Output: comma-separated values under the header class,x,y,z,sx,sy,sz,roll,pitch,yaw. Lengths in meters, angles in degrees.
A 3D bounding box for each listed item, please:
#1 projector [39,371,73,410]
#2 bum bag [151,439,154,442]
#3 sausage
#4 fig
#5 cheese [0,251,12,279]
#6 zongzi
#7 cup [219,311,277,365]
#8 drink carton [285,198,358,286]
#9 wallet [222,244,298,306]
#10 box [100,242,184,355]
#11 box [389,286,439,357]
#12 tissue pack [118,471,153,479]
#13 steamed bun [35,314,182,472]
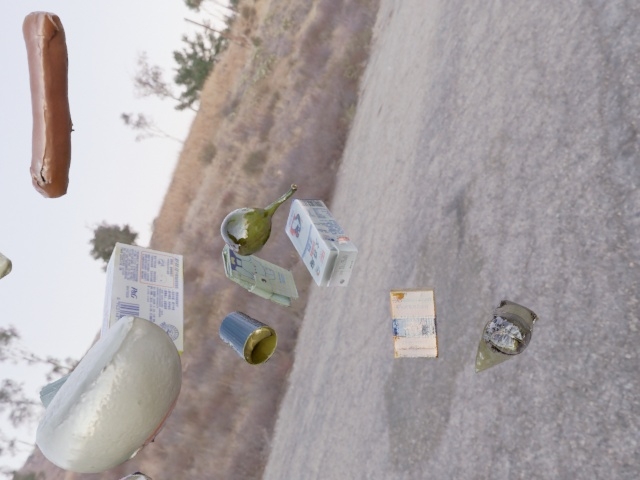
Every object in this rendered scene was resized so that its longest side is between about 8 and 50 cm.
class,x,y,z,sx,sy,sz,roll,pitch,yaw
projector,-0.667,0.404,1.687,0.256,0.099,0.192,-28,-2,32
bum bag,-0.419,0.420,1.452,0.326,0.079,0.142,132,147,-73
sausage,-0.615,-0.296,1.314,0.094,0.094,0.419,-58,-23,-70
fig,-0.151,-0.065,1.501,0.236,0.124,0.124,-46,1,-11
cheese,-0.778,0.021,1.302,0.065,0.194,0.043,-51,-10,-20
zongzi,0.583,0.369,1.933,0.289,0.154,0.318,-15,-47,-63
cup,-0.227,0.316,1.841,0.131,0.155,0.177,-42,-47,-23
drink carton,0.000,0.000,1.758,0.315,0.106,0.131,-125,42,-51
wallet,-0.247,0.142,2.348,0.077,0.309,0.223,-51,29,25
box,-0.399,0.149,1.306,0.097,0.168,0.265,-48,41,40
box,0.322,0.282,1.987,0.070,0.152,0.237,-34,-61,-73
tissue pack,-0.305,0.539,0.957,0.242,0.343,0.126,-14,-69,-48
steamed bun,-0.359,0.285,1.042,0.283,0.177,0.283,-44,17,18
